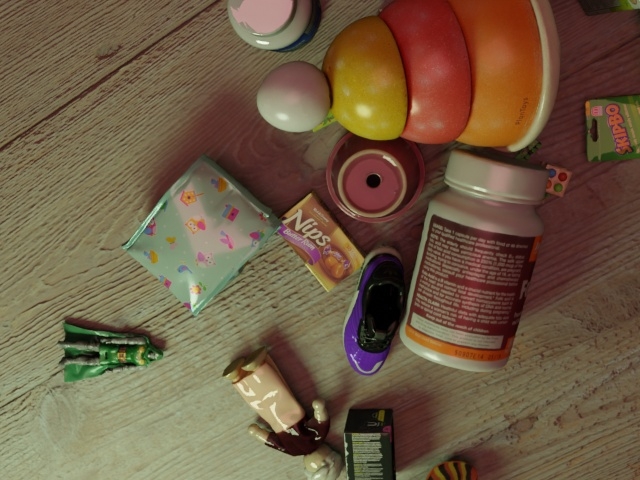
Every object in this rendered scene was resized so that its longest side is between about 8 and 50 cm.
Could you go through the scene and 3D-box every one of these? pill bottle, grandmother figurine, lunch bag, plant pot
[{"bbox_3d":[0.301,0.033,1.496,0.224,0.224,0.392,12,104,3],"label":"pill bottle"},{"bbox_3d":[-0.062,0.394,1.684,0.208,0.104,0.342,-26,102,39],"label":"grandmother figurine"},{"bbox_3d":[-0.234,-0.020,1.577,0.223,0.160,0.262,43,109,-3],"label":"lunch bag"},{"bbox_3d":[0.104,-0.123,1.505,0.201,0.180,0.201,2,103,7],"label":"plant pot"},{"bbox_3d":[-0.085,-0.424,1.411,0.152,0.272,0.152,1,102,6],"label":"pill bottle"}]

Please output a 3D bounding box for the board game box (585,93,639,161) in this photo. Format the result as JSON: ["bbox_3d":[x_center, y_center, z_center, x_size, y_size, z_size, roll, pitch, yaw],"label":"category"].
[{"bbox_3d":[0.646,-0.224,1.498,0.259,0.039,0.124,-5,101,4],"label":"board game box"}]

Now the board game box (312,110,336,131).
[{"bbox_3d":[0.062,-0.276,1.520,0.181,0.092,0.043,-26,100,11],"label":"board game box"}]

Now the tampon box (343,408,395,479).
[{"bbox_3d":[0.109,0.460,1.662,0.101,0.120,0.161,-2,102,8],"label":"tampon box"}]

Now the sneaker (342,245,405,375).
[{"bbox_3d":[0.109,0.170,1.563,0.102,0.146,0.293,5,115,-6],"label":"sneaker"}]

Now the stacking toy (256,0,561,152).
[{"bbox_3d":[0.124,-0.287,1.313,0.480,0.350,0.351,-13,102,-14],"label":"stacking toy"}]

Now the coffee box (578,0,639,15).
[{"bbox_3d":[0.533,-0.615,1.270,0.337,0.334,0.338,-36,98,11],"label":"coffee box"}]

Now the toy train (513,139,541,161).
[{"bbox_3d":[0.407,-0.170,1.545,0.024,0.017,0.083,45,103,5],"label":"toy train"}]

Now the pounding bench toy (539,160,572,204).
[{"bbox_3d":[0.454,-0.107,1.528,0.052,0.065,0.083,18,104,2],"label":"pounding bench toy"}]

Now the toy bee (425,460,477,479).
[{"bbox_3d":[0.206,0.583,1.636,0.162,0.298,0.195,23,134,21],"label":"toy bee"}]

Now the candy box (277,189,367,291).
[{"bbox_3d":[0.000,0.000,1.608,0.109,0.053,0.187,-38,98,12],"label":"candy box"}]

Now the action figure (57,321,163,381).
[{"bbox_3d":[-0.463,0.251,1.713,0.232,0.063,0.137,-1,99,3],"label":"action figure"}]

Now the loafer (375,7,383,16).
[{"bbox_3d":[0.166,-0.423,1.503,0.125,0.045,0.039,14,97,6],"label":"loafer"}]
